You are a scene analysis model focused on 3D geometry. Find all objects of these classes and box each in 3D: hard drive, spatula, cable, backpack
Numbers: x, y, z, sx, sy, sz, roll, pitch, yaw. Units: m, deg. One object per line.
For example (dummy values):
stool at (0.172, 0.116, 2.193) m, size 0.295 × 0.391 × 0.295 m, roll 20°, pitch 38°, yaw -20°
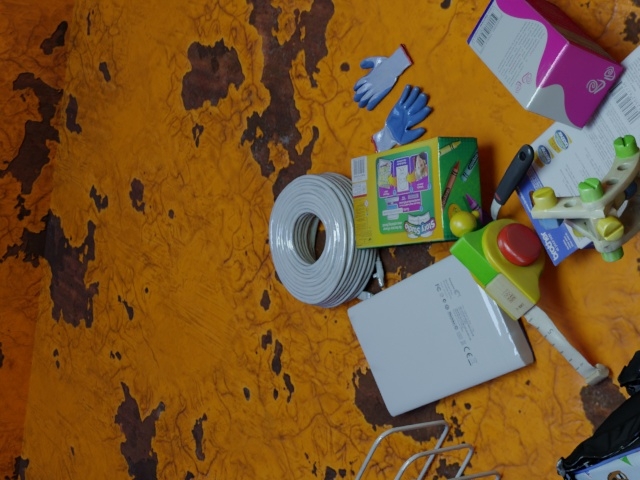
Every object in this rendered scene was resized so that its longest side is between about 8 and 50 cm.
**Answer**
hard drive at (0.195, 0.158, 1.738) m, size 0.318 × 0.040 × 0.210 m, roll -32°, pitch 78°, yaw 45°
spatula at (0.281, -0.052, 1.606) m, size 0.084 × 0.030 × 0.296 m, roll 62°, pitch 158°, yaw 26°
cable at (0.000, 0.000, 1.941) m, size 0.257 × 0.089 × 0.257 m, roll -15°, pitch 80°, yaw 49°
backpack at (0.472, 0.253, 1.284) m, size 0.213 × 0.276 × 0.263 m, roll 46°, pitch 137°, yaw 6°

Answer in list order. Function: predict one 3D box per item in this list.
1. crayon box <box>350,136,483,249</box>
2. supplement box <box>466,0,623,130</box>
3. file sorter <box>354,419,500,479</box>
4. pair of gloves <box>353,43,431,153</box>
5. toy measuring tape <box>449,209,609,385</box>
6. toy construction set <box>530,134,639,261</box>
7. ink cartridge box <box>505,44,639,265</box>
crayon box at (0.156, -0.074, 1.726) m, size 0.278 × 0.081 × 0.165 m, roll -6°, pitch 86°, yaw 61°
supplement box at (0.322, -0.272, 1.495) m, size 0.111 × 0.113 × 0.220 m, roll -59°, pitch 30°, yaw 26°
file sorter at (0.204, 0.442, 1.649) m, size 0.277 × 0.192 × 0.173 m, roll 43°, pitch 120°, yaw 39°
pair of gloves at (0.124, -0.256, 1.843) m, size 0.159 × 0.023 × 0.198 m, roll -41°, pitch 62°, yaw 42°
toy measuring tape at (0.329, 0.070, 1.562) m, size 0.330 × 0.121 × 0.121 m, roll 45°, pitch 128°, yaw 6°
toy construction set at (0.443, -0.028, 1.265) m, size 0.327 × 0.215 × 0.151 m, roll 39°, pitch 155°, yaw 45°
ink cartridge box at (0.419, -0.119, 1.477) m, size 0.311 × 0.065 × 0.186 m, roll -44°, pitch 60°, yaw 38°
